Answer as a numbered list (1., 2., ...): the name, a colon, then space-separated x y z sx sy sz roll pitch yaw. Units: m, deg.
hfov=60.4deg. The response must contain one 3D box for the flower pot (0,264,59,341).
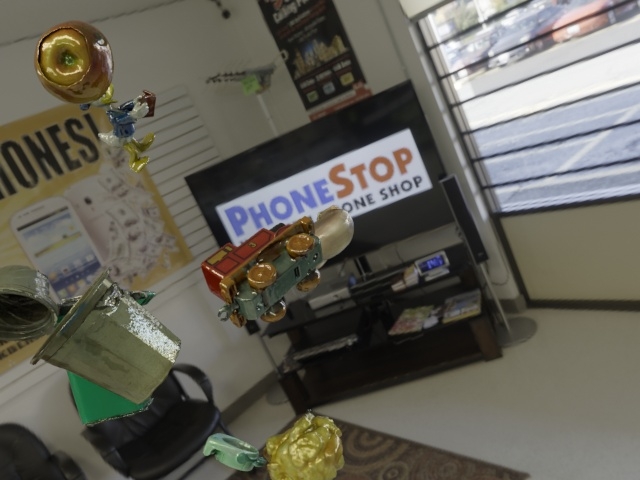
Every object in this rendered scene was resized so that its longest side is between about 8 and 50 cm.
1. flower pot: -0.827 0.157 1.490 0.236 0.235 0.140 -22 46 13

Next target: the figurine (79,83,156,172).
1. figurine: -0.729 -0.451 1.999 0.284 0.338 0.204 -34 42 24

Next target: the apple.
1. apple: -0.710 -0.512 1.596 0.237 0.236 0.207 -26 25 -3

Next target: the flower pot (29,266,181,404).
1. flower pot: -0.380 0.185 1.021 0.212 0.203 0.212 -43 22 22

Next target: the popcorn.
1. popcorn: -0.047 0.645 1.649 0.252 0.215 0.286 -33 -16 -25

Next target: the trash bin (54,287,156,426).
1. trash bin: -0.640 0.343 1.700 0.295 0.380 0.259 -12 -2 -9

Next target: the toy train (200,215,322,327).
1. toy train: -0.157 0.078 1.470 0.232 0.163 0.369 27 52 32

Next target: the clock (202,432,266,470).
1. clock: -0.259 0.656 1.692 0.148 0.189 0.060 66 -136 -74

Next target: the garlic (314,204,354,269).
1. garlic: -0.001 -0.001 1.896 0.279 0.132 0.325 -36 15 45
